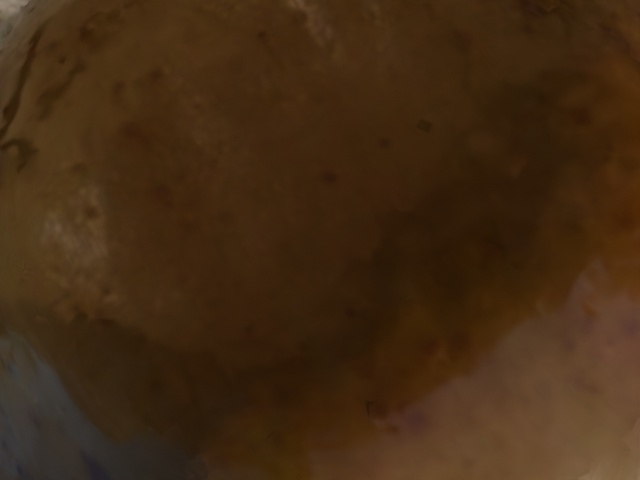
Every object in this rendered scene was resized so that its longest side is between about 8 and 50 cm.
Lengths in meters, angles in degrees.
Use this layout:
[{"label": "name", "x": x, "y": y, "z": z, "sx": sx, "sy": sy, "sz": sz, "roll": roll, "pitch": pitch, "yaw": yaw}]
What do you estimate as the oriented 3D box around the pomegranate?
[{"label": "pomegranate", "x": 0.000, "y": 0.000, "z": 0.555, "sx": 0.410, "sy": 0.410, "sz": 0.410, "roll": 1, "pitch": 154, "yaw": 1}]
